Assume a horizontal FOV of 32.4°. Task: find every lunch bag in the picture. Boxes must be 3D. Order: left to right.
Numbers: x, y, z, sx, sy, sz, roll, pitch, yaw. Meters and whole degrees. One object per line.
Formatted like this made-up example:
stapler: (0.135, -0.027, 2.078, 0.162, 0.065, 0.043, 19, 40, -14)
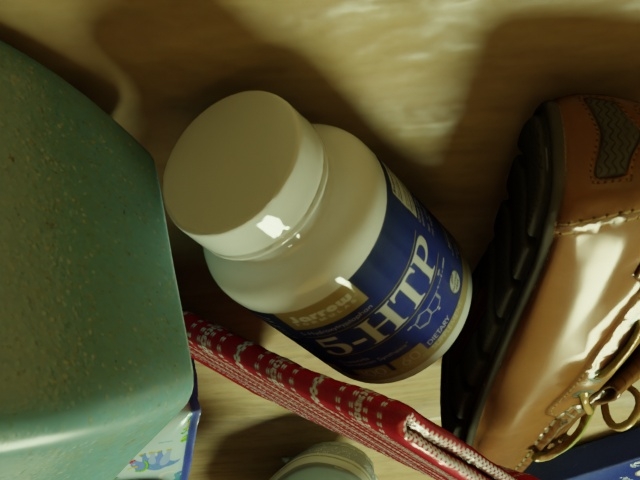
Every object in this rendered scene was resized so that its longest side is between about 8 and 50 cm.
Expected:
lunch bag: (-0.162, 0.151, 0.815, 0.129, 0.096, 0.151, 5, 128, -14)

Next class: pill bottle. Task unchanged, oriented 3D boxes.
pill bottle: (0.000, 0.000, 0.619, 0.112, 0.112, 0.187, -22, 145, 23)

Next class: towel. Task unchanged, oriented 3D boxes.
towel: (-0.005, 0.094, 0.700, 0.275, 0.031, 0.199, 18, 166, 42)

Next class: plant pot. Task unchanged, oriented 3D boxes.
plant pot: (-0.208, 0.037, 0.539, 0.252, 0.248, 0.247, 4, 147, -31)

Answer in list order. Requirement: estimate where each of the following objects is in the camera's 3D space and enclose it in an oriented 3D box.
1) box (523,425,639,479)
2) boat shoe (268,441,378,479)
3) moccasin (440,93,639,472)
box: (0.262, 0.251, 1.131, 0.225, 0.036, 0.136, -23, 144, 27)
boat shoe: (-0.013, 0.273, 1.077, 0.118, 0.103, 0.320, 15, 141, 2)
moccasin: (0.165, 0.055, 0.729, 0.147, 0.139, 0.380, 7, 137, -4)
